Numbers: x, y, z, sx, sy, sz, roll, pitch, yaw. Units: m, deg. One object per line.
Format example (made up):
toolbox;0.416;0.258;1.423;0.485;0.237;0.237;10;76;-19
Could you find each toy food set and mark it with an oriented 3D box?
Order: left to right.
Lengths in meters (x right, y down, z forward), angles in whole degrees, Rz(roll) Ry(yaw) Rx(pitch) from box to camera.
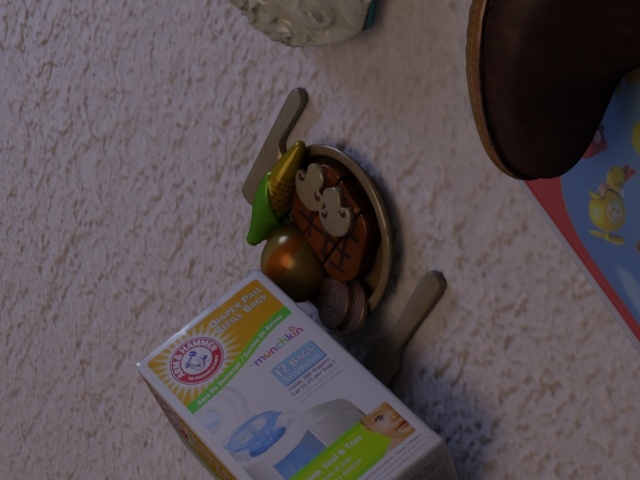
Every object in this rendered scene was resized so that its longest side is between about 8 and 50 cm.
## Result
toy food set;0.000;0.000;1.058;0.192;0.038;0.132;54;139;26

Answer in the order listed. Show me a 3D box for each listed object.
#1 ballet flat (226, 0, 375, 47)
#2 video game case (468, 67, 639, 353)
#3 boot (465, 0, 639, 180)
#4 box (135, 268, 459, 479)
ballet flat;-0.102;-0.297;1.009;0.147;0.147;0.409;-34;76;52
video game case;0.197;-0.084;0.781;0.204;0.025;0.285;57;141;22
boot;0.171;-0.106;0.708;0.207;0.090;0.248;38;127;42
box;-0.014;0.132;1.036;0.203;0.114;0.103;42;163;38
